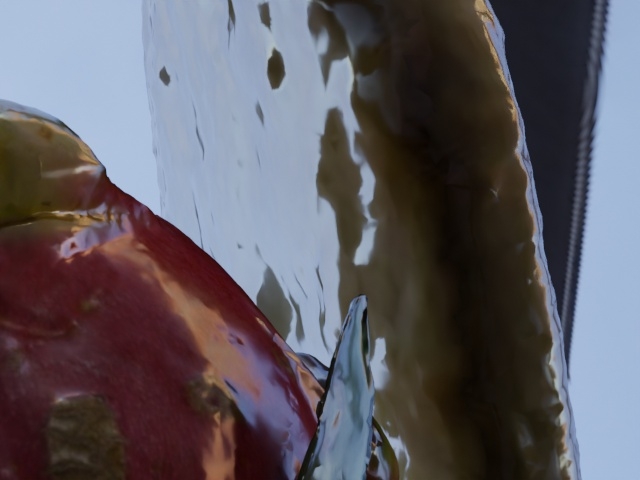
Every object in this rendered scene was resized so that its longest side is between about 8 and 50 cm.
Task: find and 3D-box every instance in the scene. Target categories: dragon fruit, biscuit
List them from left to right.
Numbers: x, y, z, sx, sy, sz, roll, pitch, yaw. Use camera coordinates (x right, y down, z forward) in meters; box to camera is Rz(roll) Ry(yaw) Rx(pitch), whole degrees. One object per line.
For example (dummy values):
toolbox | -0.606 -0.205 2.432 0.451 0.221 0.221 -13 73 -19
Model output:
dragon fruit | -0.114 0.076 0.558 0.290 0.291 0.189 4 -111 6
biscuit | 0.001 0.000 0.838 0.104 0.429 0.446 -11 -86 -20
